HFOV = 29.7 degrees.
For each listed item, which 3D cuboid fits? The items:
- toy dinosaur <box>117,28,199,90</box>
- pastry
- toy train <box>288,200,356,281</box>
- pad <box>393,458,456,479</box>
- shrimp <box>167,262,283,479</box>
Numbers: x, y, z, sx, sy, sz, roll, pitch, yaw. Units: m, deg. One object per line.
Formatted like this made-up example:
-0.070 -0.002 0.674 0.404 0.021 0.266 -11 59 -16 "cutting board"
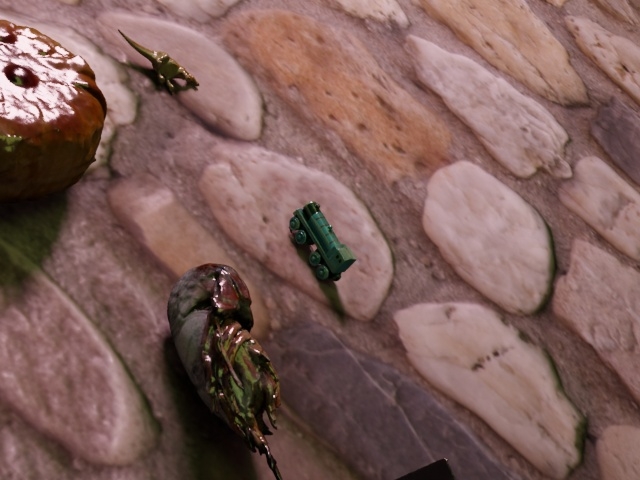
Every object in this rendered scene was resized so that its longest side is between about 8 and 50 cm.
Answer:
-0.176 -0.193 1.324 0.113 0.026 0.041 27 29 -34 "toy dinosaur"
-0.296 -0.122 1.071 0.218 0.100 0.229 20 38 -27 "pastry"
0.000 0.000 1.264 0.029 0.045 0.092 -5 57 -48 "toy train"
0.070 0.304 0.922 0.006 0.170 0.246 63 2 -57 "pad"
-0.071 0.121 1.042 0.233 0.079 0.090 65 3 27 "shrimp"
